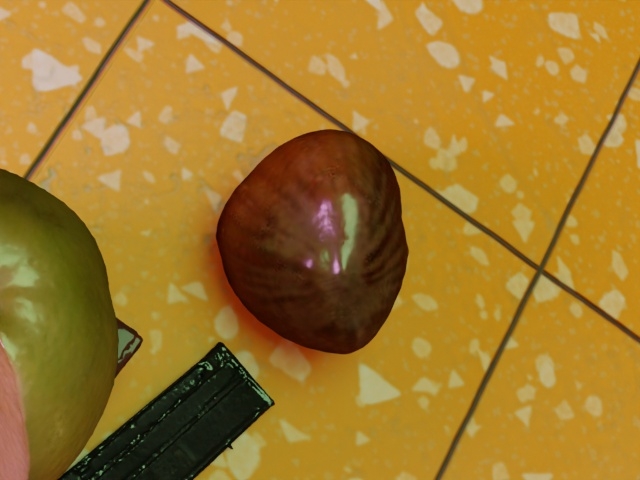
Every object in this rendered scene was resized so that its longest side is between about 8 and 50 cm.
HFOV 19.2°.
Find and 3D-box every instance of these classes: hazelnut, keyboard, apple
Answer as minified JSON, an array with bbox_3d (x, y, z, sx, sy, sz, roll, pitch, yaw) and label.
[{"bbox_3d":[-0.010,0.000,1.794,0.186,0.210,0.210,14,59,23],"label":"hazelnut"},{"bbox_3d":[-0.150,0.197,1.758,0.250,0.017,0.087,-40,91,-31],"label":"keyboard"},{"bbox_3d":[-0.291,0.050,1.505,0.295,0.258,0.233,30,65,-10],"label":"apple"}]

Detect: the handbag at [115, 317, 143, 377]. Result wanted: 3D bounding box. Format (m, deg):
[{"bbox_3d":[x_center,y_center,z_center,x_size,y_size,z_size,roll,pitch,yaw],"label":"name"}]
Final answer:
[{"bbox_3d":[-0.331,0.110,1.661,0.260,0.084,0.275,39,64,-5],"label":"handbag"}]
